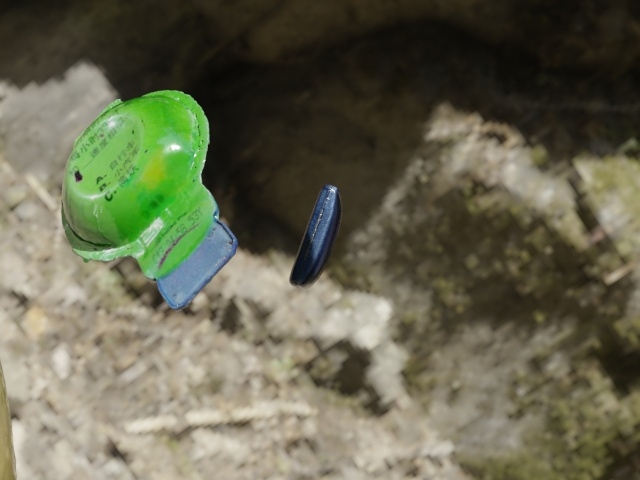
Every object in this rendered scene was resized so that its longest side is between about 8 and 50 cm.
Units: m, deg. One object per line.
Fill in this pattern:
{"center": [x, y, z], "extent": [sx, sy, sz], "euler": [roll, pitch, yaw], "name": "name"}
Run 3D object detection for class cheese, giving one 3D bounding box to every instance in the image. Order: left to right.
{"center": [-0.178, -0.045, 1.862], "extent": [0.083, 0.204, 0.320], "euler": [37, 9, -44], "name": "cheese"}

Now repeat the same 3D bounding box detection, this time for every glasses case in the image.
{"center": [0.000, 0.000, 1.398], "extent": [0.023, 0.083, 0.033], "euler": [19, -10, 15], "name": "glasses case"}

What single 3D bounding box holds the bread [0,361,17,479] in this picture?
{"center": [-0.306, 0.045, 0.924], "extent": [0.253, 0.348, 0.376], "euler": [-20, 84, -30], "name": "bread"}
